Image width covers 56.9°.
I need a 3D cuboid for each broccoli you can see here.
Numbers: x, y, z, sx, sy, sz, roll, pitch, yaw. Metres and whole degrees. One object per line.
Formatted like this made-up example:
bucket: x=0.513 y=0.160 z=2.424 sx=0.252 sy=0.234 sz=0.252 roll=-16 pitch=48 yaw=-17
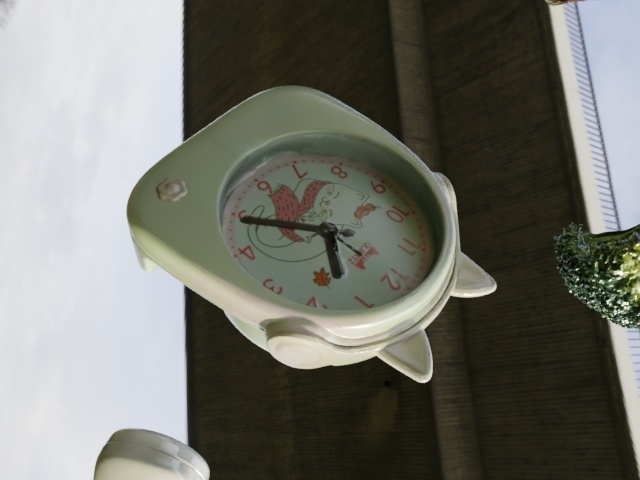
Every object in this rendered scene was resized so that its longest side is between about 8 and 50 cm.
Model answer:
broccoli: x=0.446 y=0.020 z=0.859 sx=0.194 sy=0.220 sz=0.194 roll=-3 pitch=-96 yaw=27

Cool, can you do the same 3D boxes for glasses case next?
glasses case: x=-0.129 y=0.201 z=0.444 sx=0.049 sy=0.076 sz=0.197 roll=-69 pitch=178 yaw=-48

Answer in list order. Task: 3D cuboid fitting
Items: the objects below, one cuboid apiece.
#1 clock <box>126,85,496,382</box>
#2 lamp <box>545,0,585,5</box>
clock: x=0.000 y=0.000 z=0.582 sx=0.324 sy=0.265 sz=0.108 roll=37 pitch=-34 yaw=17
lamp: x=0.258 y=-0.333 z=0.575 sx=0.215 sy=0.151 sz=0.223 roll=33 pitch=-104 yaw=32
